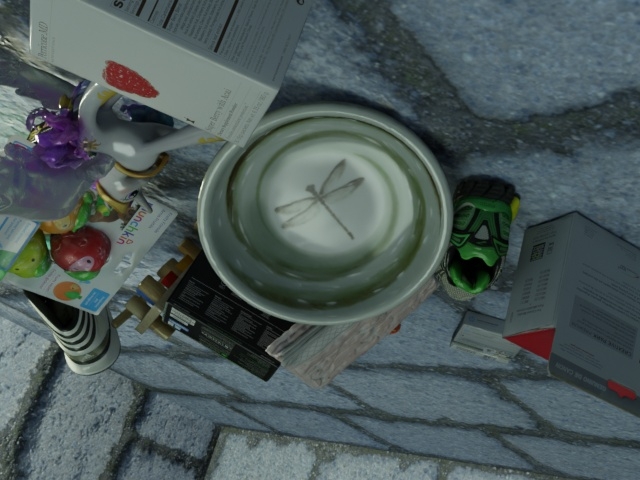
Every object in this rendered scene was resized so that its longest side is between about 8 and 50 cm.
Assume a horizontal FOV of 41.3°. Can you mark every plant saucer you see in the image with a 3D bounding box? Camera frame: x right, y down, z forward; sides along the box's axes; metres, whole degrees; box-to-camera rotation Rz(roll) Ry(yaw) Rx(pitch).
[{"bbox_3d":[0.008,-0.049,1.356,0.400,0.101,0.401,0,122,1],"label":"plant saucer"}]

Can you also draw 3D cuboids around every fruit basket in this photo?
[{"bbox_3d":[-0.511,-0.005,1.652,0.353,0.165,0.327,30,117,-28],"label":"fruit basket"}]

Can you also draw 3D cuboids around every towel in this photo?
[{"bbox_3d":[0.076,0.144,1.592,0.053,0.331,0.317,50,180,22],"label":"towel"}]

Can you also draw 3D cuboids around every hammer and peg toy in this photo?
[{"bbox_3d":[-0.316,0.105,1.888,0.127,0.266,0.361,41,153,-5],"label":"hammer and peg toy"}]

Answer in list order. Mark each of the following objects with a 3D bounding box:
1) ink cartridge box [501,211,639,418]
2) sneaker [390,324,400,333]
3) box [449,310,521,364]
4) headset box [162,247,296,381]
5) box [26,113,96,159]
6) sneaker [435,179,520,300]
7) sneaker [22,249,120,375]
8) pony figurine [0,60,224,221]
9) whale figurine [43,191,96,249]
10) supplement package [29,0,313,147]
[{"bbox_3d":[0.463,0.149,1.390,0.309,0.272,0.130,27,156,-20],"label":"ink cartridge box"},{"bbox_3d":[0.111,0.182,2.027,0.175,0.064,0.067,15,178,21],"label":"sneaker"},{"bbox_3d":[0.380,0.222,1.924,0.145,0.038,0.186,15,158,5],"label":"box"},{"bbox_3d":[-0.132,0.087,1.675,0.246,0.283,0.131,30,155,-2],"label":"headset box"},{"bbox_3d":[-0.437,-0.172,1.614,0.175,0.051,0.220,35,152,-34],"label":"box"},{"bbox_3d":[0.245,0.032,1.448,0.134,0.146,0.344,14,158,10],"label":"sneaker"},{"bbox_3d":[-0.587,0.070,1.962,0.169,0.448,0.258,-23,140,-10],"label":"sneaker"},{"bbox_3d":[-0.354,-0.167,1.341,0.350,0.303,0.363,22,144,-31],"label":"pony figurine"},{"bbox_3d":[-0.571,-0.033,1.843,0.271,0.216,0.141,11,113,7],"label":"whale figurine"},{"bbox_3d":[-0.179,-0.271,1.029,0.292,0.175,0.177,23,158,-11],"label":"supplement package"}]
